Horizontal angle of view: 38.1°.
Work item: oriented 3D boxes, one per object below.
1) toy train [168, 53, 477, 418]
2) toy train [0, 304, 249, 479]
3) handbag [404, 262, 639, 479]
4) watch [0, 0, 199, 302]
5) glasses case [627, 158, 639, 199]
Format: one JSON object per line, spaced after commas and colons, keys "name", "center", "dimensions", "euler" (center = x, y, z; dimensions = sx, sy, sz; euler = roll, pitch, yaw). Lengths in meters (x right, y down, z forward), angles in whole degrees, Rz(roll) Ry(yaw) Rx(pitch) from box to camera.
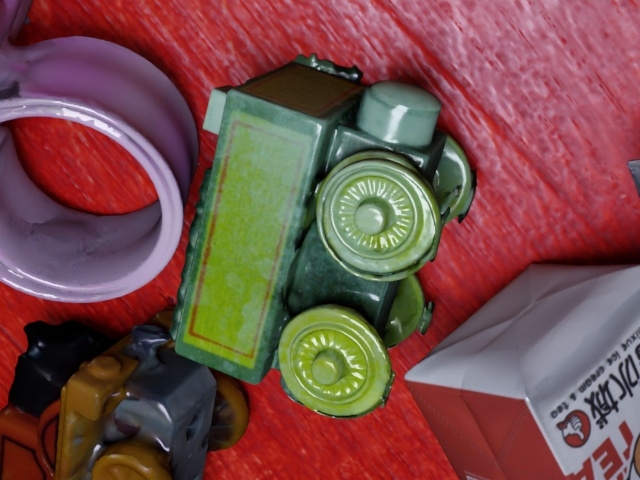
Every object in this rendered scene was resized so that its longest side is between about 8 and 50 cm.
{"name": "toy train", "center": [0.000, 0.000, 0.699], "dimensions": [0.188, 0.159, 0.271], "euler": [21, 115, 12]}
{"name": "toy train", "center": [-0.207, 0.231, 0.842], "dimensions": [0.232, 0.163, 0.369], "euler": [18, 115, 15]}
{"name": "handbag", "center": [0.217, 0.174, 0.686], "dimensions": [0.298, 0.171, 0.151], "euler": [60, 154, -13]}
{"name": "watch", "center": [-0.197, -0.084, 0.714], "dimensions": [0.218, 0.210, 0.248], "euler": [22, 124, -15]}
{"name": "glasses case", "center": [0.310, 0.047, 0.674], "dimensions": [0.128, 0.083, 0.308], "euler": [2, 127, 33]}
